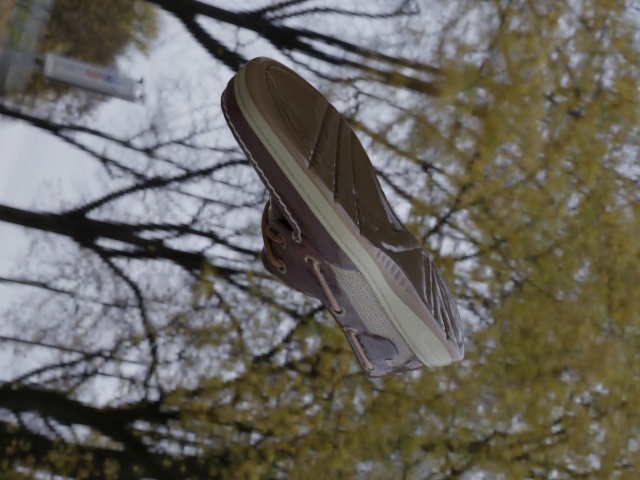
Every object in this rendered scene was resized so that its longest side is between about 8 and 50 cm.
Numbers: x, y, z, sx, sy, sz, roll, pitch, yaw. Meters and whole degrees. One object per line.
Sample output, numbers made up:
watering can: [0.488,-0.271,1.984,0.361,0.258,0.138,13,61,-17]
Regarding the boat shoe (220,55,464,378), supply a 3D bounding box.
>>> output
boat shoe: [0.000,0.000,0.962,0.123,0.342,0.123,-22,-142,22]
